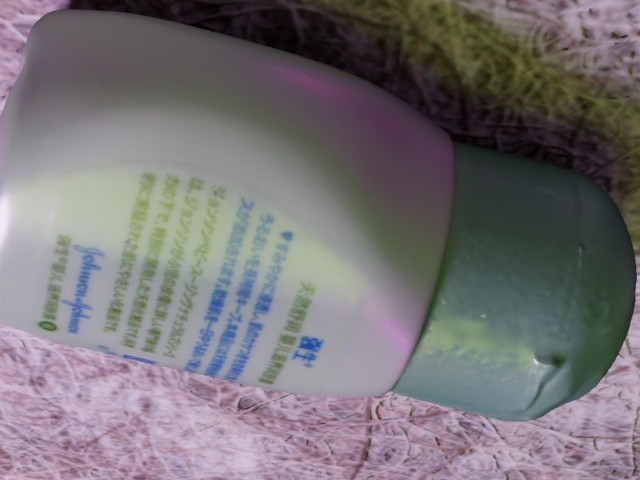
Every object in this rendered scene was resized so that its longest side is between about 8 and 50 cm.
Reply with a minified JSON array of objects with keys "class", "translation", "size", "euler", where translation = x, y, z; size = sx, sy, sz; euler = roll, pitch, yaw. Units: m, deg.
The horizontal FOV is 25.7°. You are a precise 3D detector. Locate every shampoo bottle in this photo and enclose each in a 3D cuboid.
[{"class":"shampoo bottle","translation":[0.000,0.000,0.759],"size":[0.350,0.151,0.222],"euler":[14,139,-6]}]
